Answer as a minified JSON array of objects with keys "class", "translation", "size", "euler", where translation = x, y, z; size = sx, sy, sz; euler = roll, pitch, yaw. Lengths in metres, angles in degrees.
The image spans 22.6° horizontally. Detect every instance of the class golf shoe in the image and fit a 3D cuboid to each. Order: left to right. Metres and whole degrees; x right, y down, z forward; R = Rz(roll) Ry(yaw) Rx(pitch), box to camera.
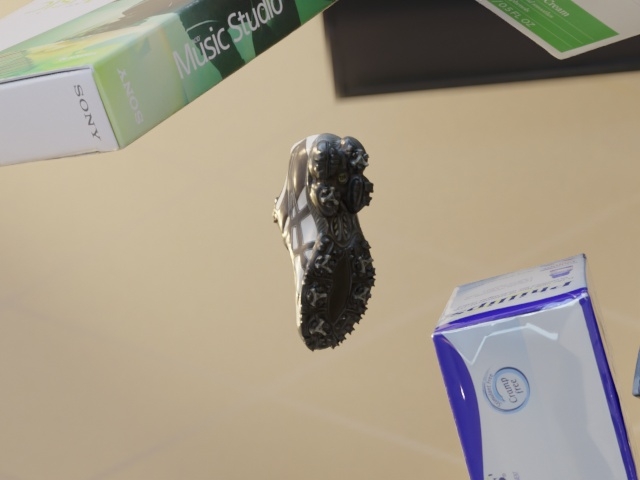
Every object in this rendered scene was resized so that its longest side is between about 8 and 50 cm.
[{"class":"golf shoe","translation":[0.000,0.000,1.466],"size":[0.094,0.077,0.198],"euler":[16,101,57]}]

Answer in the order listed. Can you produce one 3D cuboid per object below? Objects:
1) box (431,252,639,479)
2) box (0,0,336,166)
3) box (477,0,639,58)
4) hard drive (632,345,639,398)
[{"class":"box","translation":[0.106,0.082,0.745],"size":[0.137,0.072,0.126],"euler":[-39,-67,-78]},{"class":"box","translation":[-0.126,-0.133,1.031],"size":[0.322,0.232,0.058],"euler":[-44,-59,-47]},{"class":"box","translation":[0.125,-0.161,0.788],"size":[0.101,0.087,0.102],"euler":[27,-120,-38]},{"class":"hard drive","translation":[0.283,0.054,0.814],"size":[0.254,0.172,0.054],"euler":[16,-120,-48]}]
